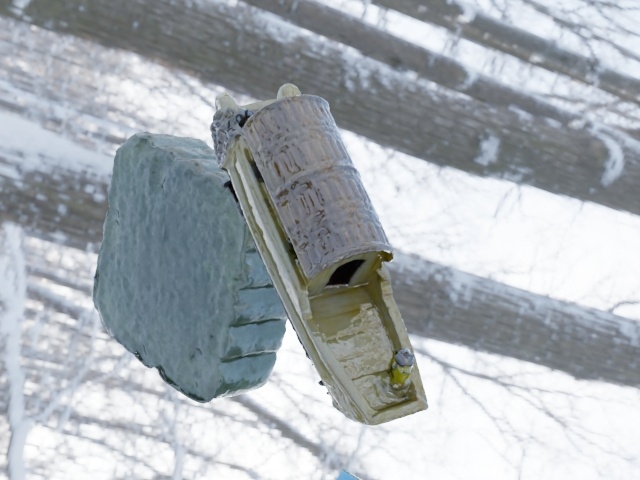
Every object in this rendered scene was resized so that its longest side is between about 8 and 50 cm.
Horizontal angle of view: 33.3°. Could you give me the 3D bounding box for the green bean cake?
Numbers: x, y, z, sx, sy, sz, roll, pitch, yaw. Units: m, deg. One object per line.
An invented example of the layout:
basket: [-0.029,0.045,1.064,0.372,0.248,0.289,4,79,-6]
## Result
green bean cake: [-0.102,0.021,0.895,0.183,0.094,0.185,28,-71,37]

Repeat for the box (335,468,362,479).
box: [0.087,0.277,0.888,0.073,0.139,0.194,-54,-157,-10]

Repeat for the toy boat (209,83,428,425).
toy boat: [0.000,0.000,0.614,0.226,0.068,0.088,66,-26,23]
